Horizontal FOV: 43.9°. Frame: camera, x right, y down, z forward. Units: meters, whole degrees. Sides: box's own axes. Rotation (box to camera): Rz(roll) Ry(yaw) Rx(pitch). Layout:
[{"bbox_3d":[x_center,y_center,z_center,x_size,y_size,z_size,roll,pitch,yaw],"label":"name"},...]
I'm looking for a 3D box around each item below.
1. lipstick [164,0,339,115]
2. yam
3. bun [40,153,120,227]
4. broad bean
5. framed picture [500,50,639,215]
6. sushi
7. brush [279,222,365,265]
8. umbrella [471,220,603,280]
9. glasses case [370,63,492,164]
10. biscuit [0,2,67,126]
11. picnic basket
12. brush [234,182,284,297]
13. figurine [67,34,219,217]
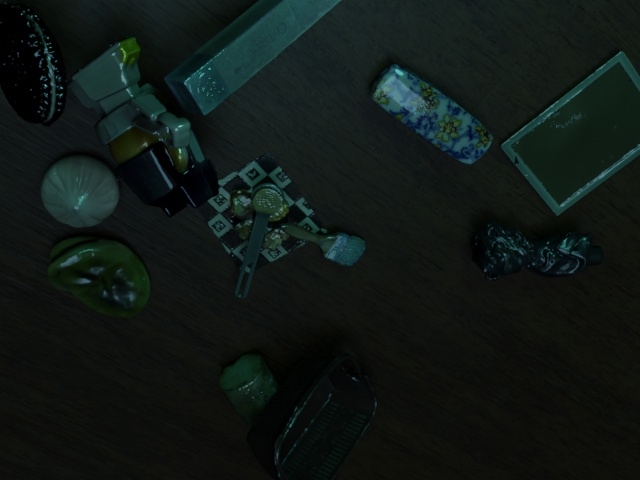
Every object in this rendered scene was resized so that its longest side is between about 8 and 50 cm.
[{"bbox_3d":[-0.094,-0.315,1.219,0.317,0.068,0.066,-45,127,-19],"label":"lipstick"},{"bbox_3d":[-0.129,0.341,1.686,0.107,0.107,0.194,-24,122,6],"label":"yam"},{"bbox_3d":[-0.426,-0.076,1.397,0.138,0.094,0.138,-2,123,-3],"label":"bun"},{"bbox_3d":[-0.416,0.067,1.507,0.153,0.072,0.206,-42,129,19],"label":"broad bean"},{"bbox_3d":[0.504,-0.196,1.502,0.273,0.016,0.216,-38,120,15],"label":"framed picture"},{"bbox_3d":[-0.115,-0.037,1.494,0.192,0.040,0.210,-28,121,9],"label":"sushi"},{"bbox_3d":[0.000,0.000,1.524,0.196,0.021,0.070,22,118,-32],"label":"brush"},{"bbox_3d":[0.433,0.026,1.581,0.272,0.110,0.122,2,120,-14],"label":"umbrella"},{"bbox_3d":[0.200,-0.223,1.413,0.248,0.065,0.087,32,113,-23],"label":"glasses case"},{"bbox_3d":[-0.455,-0.272,1.230,0.053,0.194,0.195,-23,130,-36],"label":"biscuit"},{"bbox_3d":[-0.027,0.373,1.629,0.129,0.297,0.223,9,138,40],"label":"picnic basket"},{"bbox_3d":[-0.123,0.010,1.486,0.062,0.027,0.266,14,122,-6],"label":"brush"},{"bbox_3d":[-0.279,-0.168,1.267,0.143,0.308,0.309,-29,121,-5],"label":"figurine"}]
